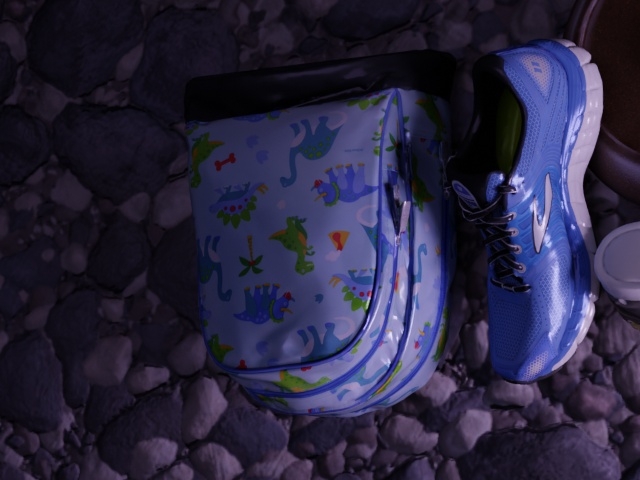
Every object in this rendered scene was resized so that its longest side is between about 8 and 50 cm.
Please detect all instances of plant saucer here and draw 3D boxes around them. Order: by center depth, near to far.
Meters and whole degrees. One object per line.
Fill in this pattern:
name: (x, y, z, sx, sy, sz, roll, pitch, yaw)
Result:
plant saucer: (0.355, -0.179, 1.759, 0.310, 0.050, 0.311, -8, 75, 33)

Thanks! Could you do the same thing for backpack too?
backpack: (0.000, 0.000, 1.849, 0.290, 0.273, 0.356, -4, 95, 19)

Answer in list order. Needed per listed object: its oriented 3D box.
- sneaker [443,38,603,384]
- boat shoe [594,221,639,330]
sneaker: (0.177, -0.027, 1.772, 0.129, 0.147, 0.330, 4, 95, 53)
boat shoe: (0.408, 0.041, 1.711, 0.305, 0.091, 0.109, 2, 54, 26)
